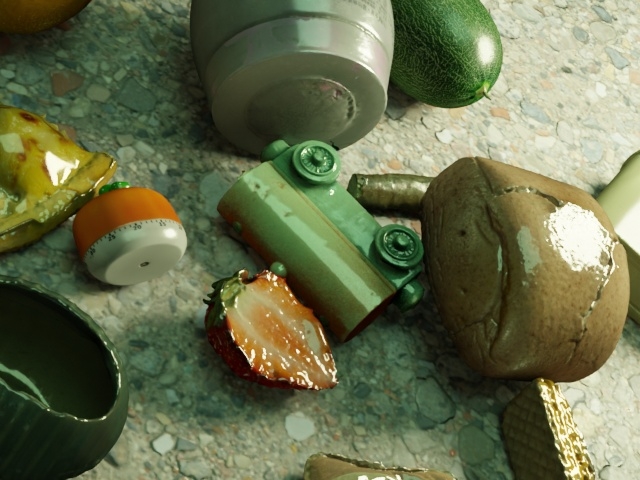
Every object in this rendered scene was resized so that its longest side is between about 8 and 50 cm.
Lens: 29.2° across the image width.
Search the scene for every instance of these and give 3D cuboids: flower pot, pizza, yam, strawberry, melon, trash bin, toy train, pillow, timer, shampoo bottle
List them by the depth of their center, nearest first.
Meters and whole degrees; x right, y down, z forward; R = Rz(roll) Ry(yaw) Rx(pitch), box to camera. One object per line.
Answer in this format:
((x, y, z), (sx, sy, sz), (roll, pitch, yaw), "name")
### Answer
((-0.307, 0.138, 1.224), (0.243, 0.157, 0.189), (33, 43, 0), "flower pot")
((0.080, 0.309, 1.392), (0.211, 0.034, 0.135), (10, 48, -25), "pillow")
((-0.360, -0.084, 1.436), (0.188, 0.080, 0.204), (33, 46, -1), "pizza")
((-0.059, 0.115, 1.443), (0.187, 0.082, 0.146), (40, 50, -3), "strawberry")
((-0.230, -0.015, 1.444), (0.136, 0.099, 0.136), (23, 32, -15), "timer")
((0.000, 0.000, 1.562), (0.177, 0.116, 0.285), (-37, 78, -31), "toy train")
((-0.037, -0.268, 1.640), (0.273, 0.273, 0.266), (10, 57, -23), "shampoo bottle")
((0.160, -0.063, 1.735), (0.274, 0.061, 0.061), (3, 52, -27), "yam")
((0.510, 0.000, 1.841), (0.243, 0.121, 0.247), (44, 48, 9), "trash bin")
((0.167, -0.307, 1.853), (0.182, 0.182, 0.288), (-19, 64, -39), "melon")

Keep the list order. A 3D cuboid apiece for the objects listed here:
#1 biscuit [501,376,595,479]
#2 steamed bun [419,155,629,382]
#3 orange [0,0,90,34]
((0.294, 0.343, 1.445), (0.054, 0.094, 0.379), (11, 49, -30), "biscuit")
((0.275, 0.027, 1.584), (0.251, 0.199, 0.301), (21, 45, -44), "steamed bun")
((-0.380, -0.378, 1.576), (0.236, 0.236, 0.236), (16, 47, -18), "orange")
